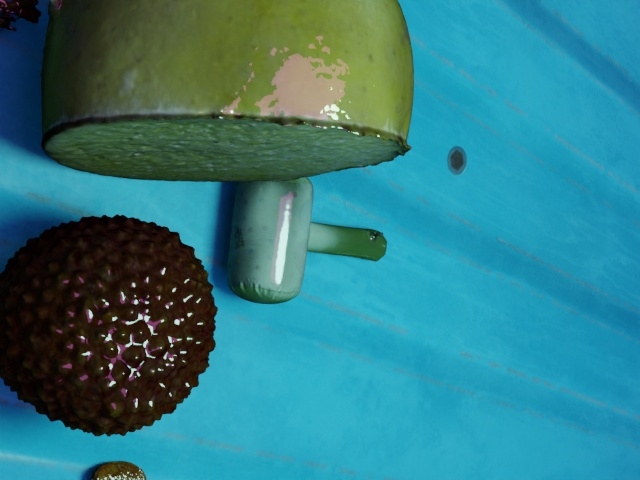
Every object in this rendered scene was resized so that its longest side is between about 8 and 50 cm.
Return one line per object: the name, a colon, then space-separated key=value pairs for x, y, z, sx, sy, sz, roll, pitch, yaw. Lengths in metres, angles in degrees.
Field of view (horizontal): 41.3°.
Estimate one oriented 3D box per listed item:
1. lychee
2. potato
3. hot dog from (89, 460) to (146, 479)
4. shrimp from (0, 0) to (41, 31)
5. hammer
lychee: x=-0.261 y=0.104 z=1.033 sx=0.276 sy=0.304 sz=0.275 roll=-4 pitch=115 yaw=-10
potato: x=-0.109 y=-0.245 z=1.039 sx=0.442 sy=0.385 sz=0.319 roll=2 pitch=86 yaw=-2
hot dog: x=-0.282 y=0.335 z=1.170 sx=0.083 sy=0.035 sz=0.058 roll=13 pitch=85 yaw=-39
shrimp: x=-0.421 y=-0.391 z=0.997 sx=0.290 sy=0.054 sz=0.222 roll=43 pitch=66 yaw=-28
hammer: x=0.000 y=0.000 z=1.342 sx=0.336 sy=0.119 sz=0.206 roll=6 pitch=91 yaw=-46
